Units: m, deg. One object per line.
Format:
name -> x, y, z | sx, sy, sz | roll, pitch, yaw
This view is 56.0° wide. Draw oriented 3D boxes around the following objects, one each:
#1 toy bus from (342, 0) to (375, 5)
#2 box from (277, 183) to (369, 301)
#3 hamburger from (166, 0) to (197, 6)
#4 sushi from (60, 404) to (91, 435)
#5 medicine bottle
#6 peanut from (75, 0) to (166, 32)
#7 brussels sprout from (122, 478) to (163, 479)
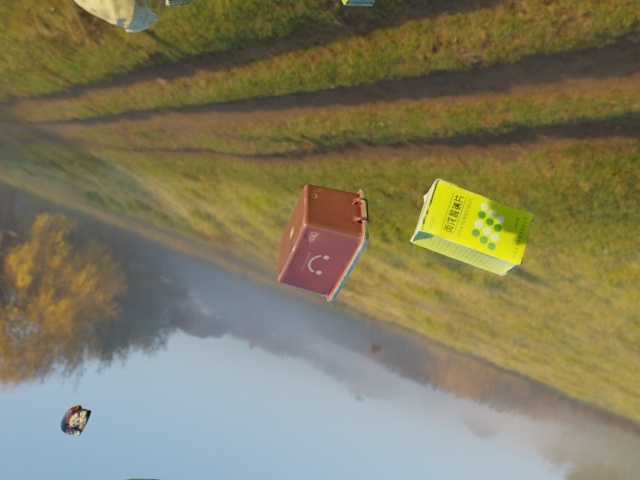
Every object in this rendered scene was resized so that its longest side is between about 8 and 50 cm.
toy bus -> 0.063, -0.749, 1.531 | 0.113, 0.301, 0.139 | -12, 158, -31
box -> 0.000, 0.000, 1.555 | 0.168, 0.193, 0.294 | 15, 135, -12
hamburger -> -0.336, -0.565, 1.375 | 0.084, 0.054, 0.121 | 13, -150, 33
sushi -> -0.496, 0.359, 1.217 | 0.046, 0.083, 0.044 | 23, -146, -19
medicine bottle -> 0.354, -0.030, 1.418 | 0.250, 0.137, 0.141 | 20, 168, 5
peanut -> -0.380, -0.467, 0.961 | 0.305, 0.147, 0.147 | 47, 162, -23
brussels sprout -> -0.173, 0.290, 0.557 | 0.122, 0.149, 0.151 | 63, 175, -23
